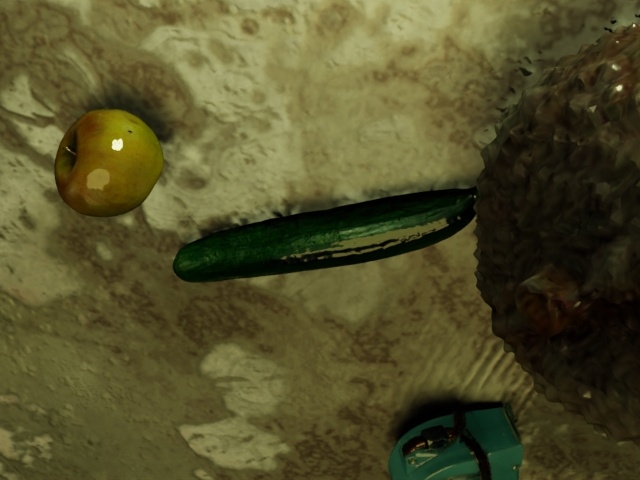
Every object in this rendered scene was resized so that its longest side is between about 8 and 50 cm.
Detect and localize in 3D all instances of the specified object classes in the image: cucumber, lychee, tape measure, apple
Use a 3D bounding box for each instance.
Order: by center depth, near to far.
[{"bbox_3d":[0.241,-0.009,0.528,0.300,0.300,0.300,3,126,5],"label":"lychee"},{"bbox_3d":[-0.169,-0.059,0.645,0.074,0.089,0.089,31,125,-31],"label":"apple"},{"bbox_3d":[0.000,0.000,0.690,0.284,0.056,0.056,-12,124,16],"label":"cucumber"},{"bbox_3d":[0.134,0.231,0.825,0.125,0.081,0.146,-10,129,-7],"label":"tape measure"}]
